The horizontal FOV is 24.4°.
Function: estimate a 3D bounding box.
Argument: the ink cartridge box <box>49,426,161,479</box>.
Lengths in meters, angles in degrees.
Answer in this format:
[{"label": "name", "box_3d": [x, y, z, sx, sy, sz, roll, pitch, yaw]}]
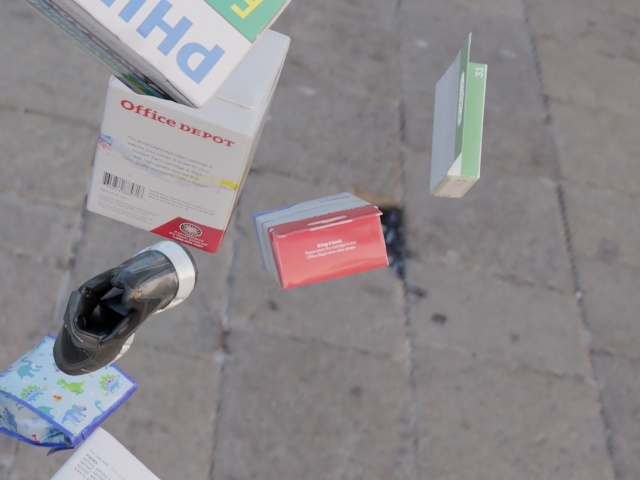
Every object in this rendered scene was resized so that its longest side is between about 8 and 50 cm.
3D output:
[{"label": "ink cartridge box", "box_3d": [-0.287, 0.331, 1.542, 0.100, 0.172, 0.237, 41, 51, -1]}]

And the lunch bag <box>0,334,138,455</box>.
[{"label": "lunch bag", "box_3d": [-0.327, 0.201, 1.884, 0.151, 0.096, 0.129, 13, 40, 32]}]

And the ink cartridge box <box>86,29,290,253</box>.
[{"label": "ink cartridge box", "box_3d": [-0.116, -0.102, 1.288, 0.128, 0.176, 0.127, 20, 53, -2]}]

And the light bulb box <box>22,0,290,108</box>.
[{"label": "light bulb box", "box_3d": [-0.125, -0.337, 0.989, 0.358, 0.361, 0.225, 39, -5, -20]}]

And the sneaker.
[{"label": "sneaker", "box_3d": [-0.228, 0.079, 1.513, 0.106, 0.234, 0.078, -23, 79, -49]}]

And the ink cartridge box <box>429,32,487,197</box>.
[{"label": "ink cartridge box", "box_3d": [0.199, -0.168, 2.041, 0.056, 0.235, 0.171, 6, 77, -7]}]

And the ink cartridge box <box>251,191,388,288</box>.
[{"label": "ink cartridge box", "box_3d": [0.000, 0.000, 1.816, 0.134, 0.078, 0.231, -13, 9, -7]}]
